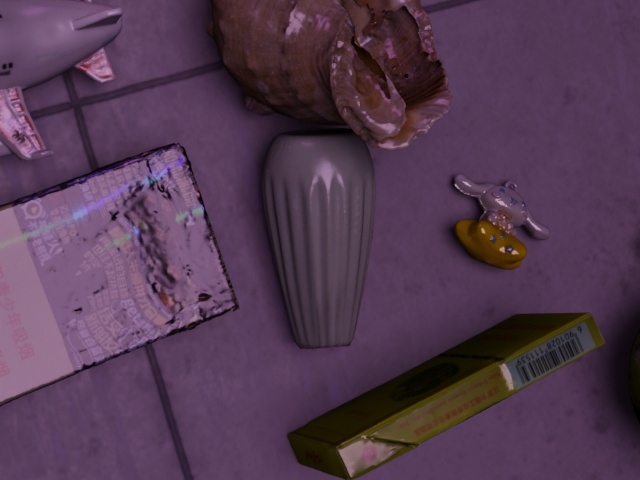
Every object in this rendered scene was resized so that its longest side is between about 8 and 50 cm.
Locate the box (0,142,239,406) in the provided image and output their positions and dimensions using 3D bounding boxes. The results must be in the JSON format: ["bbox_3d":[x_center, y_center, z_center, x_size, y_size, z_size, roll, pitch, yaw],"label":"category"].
[{"bbox_3d":[-0.265,0.036,1.411,0.310,0.084,0.198,-21,96,-18],"label":"box"}]

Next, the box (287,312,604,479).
[{"bbox_3d":[0.138,0.170,1.495,0.335,0.187,0.047,-25,95,-18],"label":"box"}]

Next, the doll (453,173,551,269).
[{"bbox_3d":[0.221,-0.020,1.598,0.135,0.071,0.113,8,69,-25],"label":"doll"}]

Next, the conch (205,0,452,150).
[{"bbox_3d":[0.013,-0.214,1.457,0.263,0.186,0.324,-11,67,-31],"label":"conch"}]

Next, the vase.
[{"bbox_3d":[0.000,0.000,1.489,0.128,0.128,0.248,-5,101,-19],"label":"vase"}]

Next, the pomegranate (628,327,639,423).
[{"bbox_3d":[0.488,0.134,1.596,0.260,0.260,0.341,-9,63,-19],"label":"pomegranate"}]

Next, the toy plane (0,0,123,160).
[{"bbox_3d":[-0.330,-0.205,1.376,0.252,0.118,0.252,0,89,-16],"label":"toy plane"}]
